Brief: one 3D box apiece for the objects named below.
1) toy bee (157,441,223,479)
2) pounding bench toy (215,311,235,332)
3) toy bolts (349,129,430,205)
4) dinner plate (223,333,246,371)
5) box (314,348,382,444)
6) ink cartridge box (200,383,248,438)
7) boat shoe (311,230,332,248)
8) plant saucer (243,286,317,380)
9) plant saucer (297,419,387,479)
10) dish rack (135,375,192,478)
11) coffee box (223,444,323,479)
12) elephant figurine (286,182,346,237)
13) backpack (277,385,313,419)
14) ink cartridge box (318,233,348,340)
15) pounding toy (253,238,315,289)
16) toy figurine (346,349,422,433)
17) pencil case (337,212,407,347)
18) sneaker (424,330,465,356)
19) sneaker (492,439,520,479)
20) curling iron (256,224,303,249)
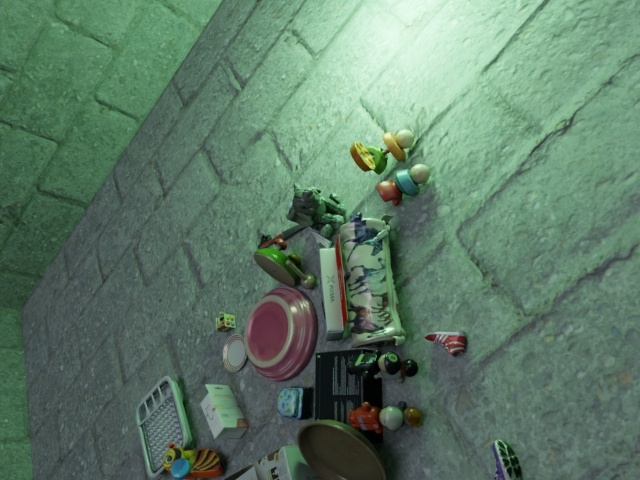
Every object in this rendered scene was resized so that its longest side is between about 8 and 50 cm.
[{"bbox_3d":[-0.506,0.801,1.902,0.162,0.299,0.195,-106,23,-47],"label":"toy bee"},{"bbox_3d":[-0.373,0.310,2.060,0.065,0.052,0.083,-31,57,32],"label":"pounding bench toy"},{"bbox_3d":[0.224,-0.240,1.600,0.158,0.218,0.228,-32,74,25],"label":"toy bolts"},{"bbox_3d":[-0.322,0.429,1.996,0.141,0.017,0.141,-17,64,40],"label":"dinner plate"},{"bbox_3d":[0.081,0.460,1.545,0.184,0.103,0.261,-13,68,37],"label":"box"},{"bbox_3d":[-0.355,0.616,1.893,0.067,0.115,0.198,-54,46,16],"label":"ink cartridge box"},{"bbox_3d":[0.000,0.000,1.829,0.100,0.035,0.035,32,96,38],"label":"boat shoe"},{"bbox_3d":[-0.158,0.320,1.832,0.332,0.084,0.332,-16,66,38],"label":"plant saucer"},{"bbox_3d":[0.062,0.600,1.454,0.278,0.041,0.277,18,128,25],"label":"plant saucer"},{"bbox_3d":[-0.633,0.758,2.138,0.285,0.072,0.332,-46,49,21],"label":"dish rack"},{"bbox_3d":[-0.138,0.738,1.609,0.297,0.168,0.118,-38,53,27],"label":"coffee box"},{"bbox_3d":[-0.039,-0.124,1.757,0.186,0.239,0.169,-39,49,26],"label":"elephant figurine"},{"bbox_3d":[-0.092,0.525,1.698,0.114,0.084,0.105,-14,64,43],"label":"backpack"},{"bbox_3d":[0.035,0.151,1.623,0.060,0.239,0.275,-4,66,-3],"label":"ink cartridge box"},{"bbox_3d":[-0.117,0.070,1.845,0.237,0.183,0.110,14,59,45],"label":"pounding toy"},{"bbox_3d":[0.180,0.402,1.396,0.148,0.210,0.213,-14,66,33],"label":"toy figurine"},{"bbox_3d":[0.154,0.125,1.551,0.183,0.160,0.410,-35,53,48],"label":"pencil case"},{"bbox_3d":[0.333,0.280,1.410,0.119,0.042,0.067,-11,66,39],"label":"sneaker"},{"bbox_3d":[0.423,0.554,1.215,0.071,0.068,0.169,-28,58,41],"label":"sneaker"},{"bbox_3d":[-0.147,-0.027,1.974,0.274,0.035,0.068,-21,62,37],"label":"curling iron"}]
